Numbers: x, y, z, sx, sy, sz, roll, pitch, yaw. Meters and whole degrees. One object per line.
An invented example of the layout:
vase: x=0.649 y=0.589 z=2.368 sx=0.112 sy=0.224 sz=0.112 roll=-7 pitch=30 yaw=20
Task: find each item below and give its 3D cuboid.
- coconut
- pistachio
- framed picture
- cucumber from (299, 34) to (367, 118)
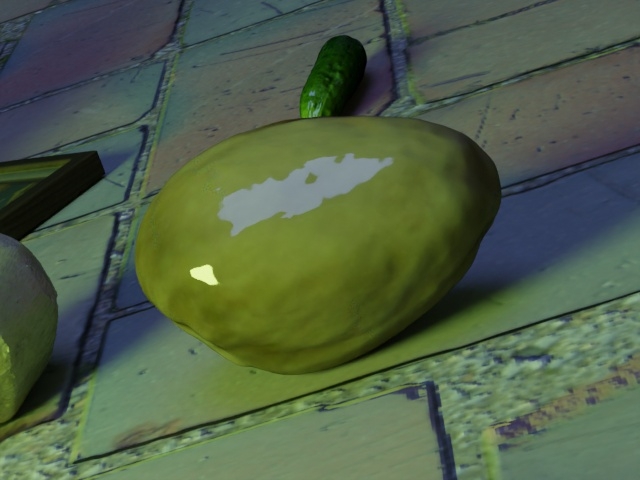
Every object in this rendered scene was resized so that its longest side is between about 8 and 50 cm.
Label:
coconut: x=-0.199 y=0.044 z=1.008 sx=0.110 sy=0.110 sz=0.124 roll=-11 pitch=29 yaw=23
pistachio: x=0.000 y=0.000 z=0.913 sx=0.185 sy=0.126 sz=0.108 roll=-13 pitch=-11 yaw=4
framed picture: x=-0.259 y=-0.024 z=1.354 sx=0.168 sy=0.023 sz=0.128 roll=-5 pitch=25 yaw=36
cucumber: x=0.011 y=-0.118 z=1.321 sx=0.039 sy=0.039 sz=0.168 roll=-13 pitch=23 yaw=18
